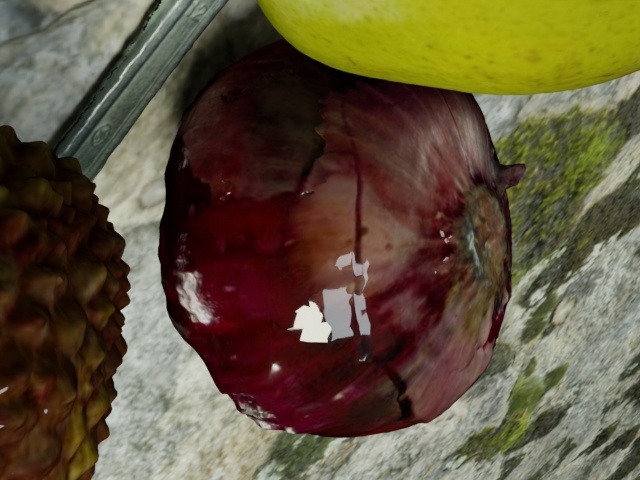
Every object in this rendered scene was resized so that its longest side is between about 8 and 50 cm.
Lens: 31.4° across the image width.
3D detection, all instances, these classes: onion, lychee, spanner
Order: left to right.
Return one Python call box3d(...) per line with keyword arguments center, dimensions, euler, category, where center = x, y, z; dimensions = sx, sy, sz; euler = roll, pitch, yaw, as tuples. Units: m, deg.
box3d(center=(-0.192, 0.051, 0.485), dimensions=(0.271, 0.236, 0.236), euler=(-46, 161, -49), category="lychee")
box3d(center=(-0.124, -0.060, 0.625), dimensions=(0.302, 0.017, 0.071), euler=(-51, 149, 15), category="spanner")
box3d(center=(0.000, 0.000, 0.675), dimensions=(0.219, 0.252, 0.252), euler=(-8, 167, 35), category="onion")

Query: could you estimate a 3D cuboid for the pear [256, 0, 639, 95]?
box3d(center=(0.089, -0.197, 0.450), dimensions=(0.294, 0.294, 0.294), euler=(-30, 147, -22), category="pear")
